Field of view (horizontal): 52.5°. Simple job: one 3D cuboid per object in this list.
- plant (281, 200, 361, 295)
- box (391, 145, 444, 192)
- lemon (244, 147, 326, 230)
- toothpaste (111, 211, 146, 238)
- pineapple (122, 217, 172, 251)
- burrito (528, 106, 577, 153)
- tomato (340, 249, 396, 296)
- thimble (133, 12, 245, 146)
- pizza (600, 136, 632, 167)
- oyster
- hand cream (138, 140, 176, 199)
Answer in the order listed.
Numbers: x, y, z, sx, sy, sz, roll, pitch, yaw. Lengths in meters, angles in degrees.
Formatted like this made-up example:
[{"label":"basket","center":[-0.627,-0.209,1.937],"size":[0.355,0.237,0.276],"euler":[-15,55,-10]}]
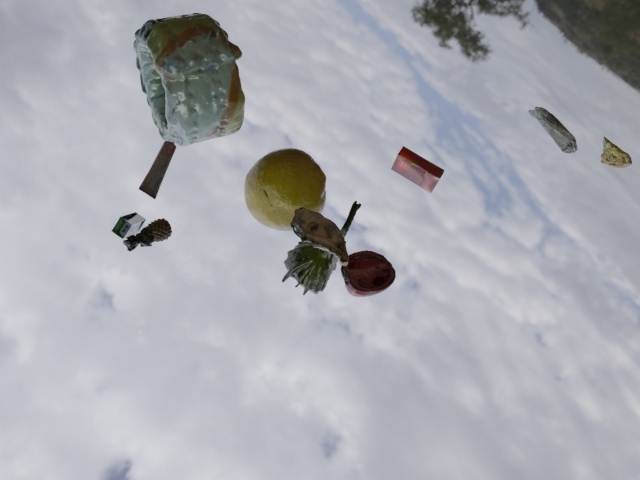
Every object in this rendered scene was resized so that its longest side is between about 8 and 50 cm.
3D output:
[{"label":"plant","center":[-0.011,0.026,2.140],"size":[0.180,0.333,0.251],"euler":[19,-125,-2]},{"label":"box","center":[0.348,-0.253,2.341],"size":[0.175,0.112,0.048],"euler":[31,-115,7]},{"label":"lemon","center":[-0.140,-0.198,2.563],"size":[0.348,0.348,0.348],"euler":[27,-149,-18]},{"label":"toothpaste","center":[-0.475,-0.038,1.615],"size":[0.037,0.043,0.178],"euler":[37,-178,-7]},{"label":"pineapple","center":[-0.529,-0.014,1.973],"size":[0.074,0.074,0.159],"euler":[45,-137,12]},{"label":"burrito","center":[0.770,-0.367,2.137],"size":[0.203,0.064,0.064],"euler":[48,-150,2]},{"label":"tomato","center":[0.152,0.126,2.117],"size":[0.173,0.099,0.189],"euler":[-9,-135,-18]},{"label":"thimble","center":[-0.263,-0.326,1.310],"size":[0.167,0.288,0.254],"euler":[-19,-83,-20]},{"label":"pizza","center":[0.822,-0.248,1.845],"size":[0.108,0.026,0.123],"euler":[51,171,-15]},{"label":"oyster","center":[0.000,0.000,1.739],"size":[0.163,0.081,0.191],"euler":[-9,-130,-47]},{"label":"hand cream","center":[-0.513,-0.237,2.073],"size":[0.067,0.043,0.209],"euler":[37,-117,-41]}]
